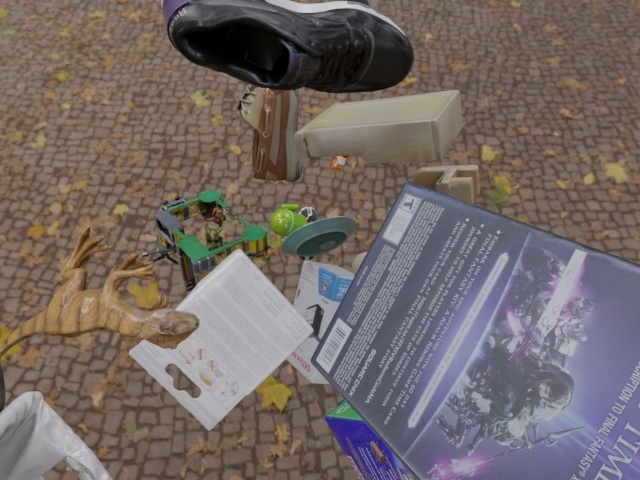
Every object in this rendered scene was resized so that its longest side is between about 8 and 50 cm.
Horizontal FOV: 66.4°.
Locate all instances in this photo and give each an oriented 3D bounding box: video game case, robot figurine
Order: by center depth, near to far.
[{"bbox_3d":[0.108,0.078,0.355,0.274,0.026,0.196,33,97,53],"label":"video game case"},{"bbox_3d":[-0.080,-0.040,1.222,0.067,0.115,0.101,-7,74,35],"label":"robot figurine"}]

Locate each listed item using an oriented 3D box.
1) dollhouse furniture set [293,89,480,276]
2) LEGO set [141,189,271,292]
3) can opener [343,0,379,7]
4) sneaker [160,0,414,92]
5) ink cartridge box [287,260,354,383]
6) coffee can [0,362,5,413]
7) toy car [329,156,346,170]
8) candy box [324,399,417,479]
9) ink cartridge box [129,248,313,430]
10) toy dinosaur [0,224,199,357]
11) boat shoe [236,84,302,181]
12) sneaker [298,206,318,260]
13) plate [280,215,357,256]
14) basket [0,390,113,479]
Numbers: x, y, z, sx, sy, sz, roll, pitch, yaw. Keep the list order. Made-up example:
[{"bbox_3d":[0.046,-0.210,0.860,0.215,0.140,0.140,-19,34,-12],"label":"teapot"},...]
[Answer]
[{"bbox_3d":[0.141,-0.059,0.947,0.257,0.394,0.362,3,33,30],"label":"dollhouse furniture set"},{"bbox_3d":[-0.291,0.031,1.296,0.331,0.192,0.255,30,46,31],"label":"LEGO set"},{"bbox_3d":[0.049,-0.548,0.905,0.076,0.283,0.095,-21,46,8],"label":"can opener"},{"bbox_3d":[-0.018,-0.189,0.511,0.283,0.107,0.124,4,44,-24],"label":"sneaker"},{"bbox_3d":[0.013,0.235,1.436,0.129,0.307,0.223,11,4,-29],"label":"ink cartridge box"},{"bbox_3d":[-0.640,0.228,0.686,0.202,0.201,0.275,34,25,22],"label":"coffee can"},{"bbox_3d":[0.030,-0.254,1.508,0.060,0.122,0.040,-39,38,25],"label":"toy car"},{"bbox_3d":[0.172,0.387,0.830,0.122,0.317,0.268,-29,88,-30],"label":"candy box"},{"bbox_3d":[-0.151,0.153,0.775,0.225,0.056,0.181,-43,103,-10],"label":"ink cartridge box"},{"bbox_3d":[-0.188,0.052,0.371,0.212,0.064,0.112,-12,43,24],"label":"toy dinosaur"},{"bbox_3d":[-0.107,-0.264,0.982,0.117,0.324,0.123,-8,27,-10],"label":"boat shoe"},{"bbox_3d":[-0.048,-0.024,1.406,0.068,0.169,0.071,-3,32,-14],"label":"sneaker"},{"bbox_3d":[0.000,0.000,1.147,0.188,0.188,0.024,-15,67,-12],"label":"plate"},{"bbox_3d":[-0.422,0.437,0.617,0.266,0.331,0.328,-35,101,-11],"label":"basket"}]
